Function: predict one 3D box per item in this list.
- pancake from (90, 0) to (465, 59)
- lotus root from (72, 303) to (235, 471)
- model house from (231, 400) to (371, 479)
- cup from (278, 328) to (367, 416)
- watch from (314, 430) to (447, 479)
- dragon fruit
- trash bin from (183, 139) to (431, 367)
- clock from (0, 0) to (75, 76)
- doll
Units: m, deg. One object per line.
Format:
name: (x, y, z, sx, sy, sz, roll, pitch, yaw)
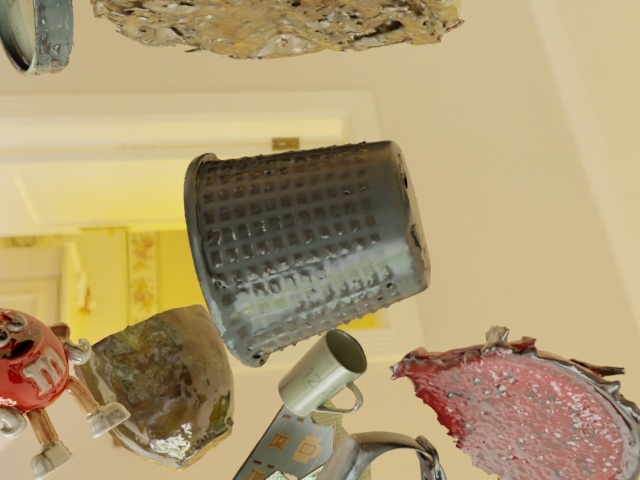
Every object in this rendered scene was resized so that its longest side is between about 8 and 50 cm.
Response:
pancake: (-0.041, -0.238, 0.913, 0.382, 0.383, 0.071, -166, -105, -80)
lotus root: (-0.277, 0.277, 1.632, 0.260, 0.267, 0.149, 62, -21, 19)
model house: (-0.004, 0.415, 1.641, 0.206, 0.271, 0.178, -1, -48, 48)
cup: (0.008, 0.140, 0.897, 0.083, 0.075, 0.054, -46, -177, 27)
watch: (0.082, 0.350, 1.203, 0.206, 0.193, 0.068, -60, -157, 2)
dragon fruit: (0.292, 0.223, 1.150, 0.343, 0.282, 0.100, 52, 47, -23)
trash bin: (0.000, 0.000, 0.705, 0.175, 0.161, 0.175, -13, 90, -79)
clock: (-0.341, -0.301, 1.034, 0.226, 0.049, 0.225, 32, -51, 50)
doll: (-0.326, 0.147, 1.006, 0.085, 0.217, 0.183, -46, 174, 31)
